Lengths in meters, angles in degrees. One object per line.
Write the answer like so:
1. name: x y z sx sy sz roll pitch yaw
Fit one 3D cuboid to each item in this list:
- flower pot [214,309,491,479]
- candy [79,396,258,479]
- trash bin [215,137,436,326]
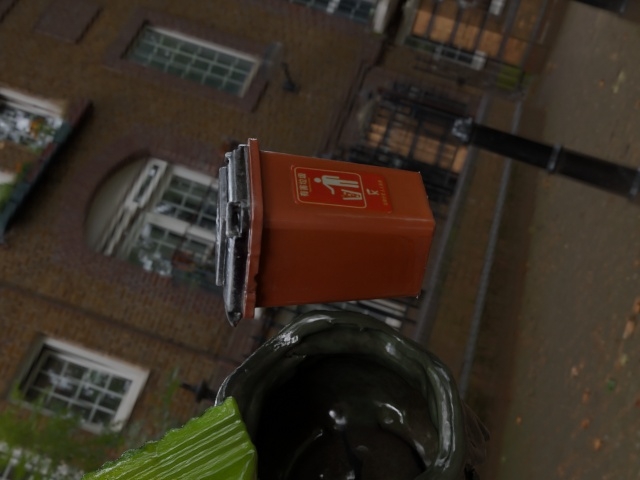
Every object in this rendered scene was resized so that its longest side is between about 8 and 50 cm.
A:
1. flower pot: 0.043 0.226 1.033 0.213 0.302 0.302 78 -152 -50
2. candy: -0.065 0.203 0.458 0.069 0.149 0.246 86 160 -48
3. trash bin: 0.000 0.000 1.069 0.161 0.239 0.184 -98 15 -50
